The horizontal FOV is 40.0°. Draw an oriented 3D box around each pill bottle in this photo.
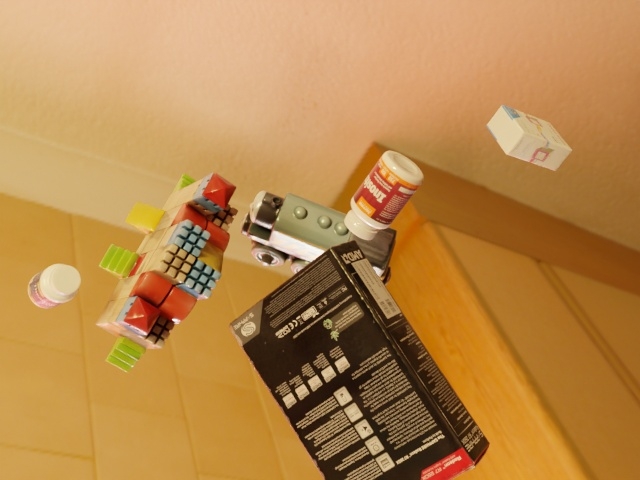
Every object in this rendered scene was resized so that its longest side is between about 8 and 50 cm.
[{"bbox_3d":[-0.451,0.076,1.499,0.067,0.067,0.120,16,-20,-29],"label":"pill bottle"},{"bbox_3d":[0.109,-0.077,1.561,0.086,0.086,0.152,19,-61,-31],"label":"pill bottle"}]

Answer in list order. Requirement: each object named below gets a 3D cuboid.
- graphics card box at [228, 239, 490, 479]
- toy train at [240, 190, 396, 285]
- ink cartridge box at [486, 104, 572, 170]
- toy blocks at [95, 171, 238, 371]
[{"bbox_3d":[0.051,0.214,1.310,0.233,0.371,0.094,-39,-10,27],"label":"graphics card box"},{"bbox_3d":[0.000,0.000,1.799,0.333,0.142,0.190,23,-29,-2],"label":"toy train"},{"bbox_3d":[0.364,-0.178,1.530,0.122,0.088,0.052,14,-55,-32],"label":"ink cartridge box"},{"bbox_3d":[-0.253,0.042,1.542,0.190,0.261,0.381,34,-110,-20],"label":"toy blocks"}]
